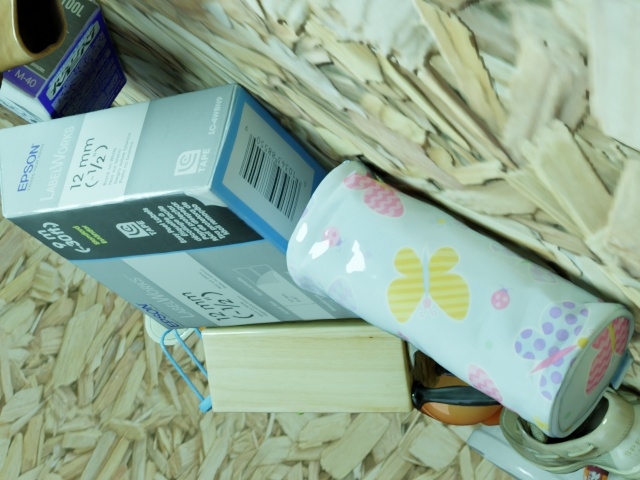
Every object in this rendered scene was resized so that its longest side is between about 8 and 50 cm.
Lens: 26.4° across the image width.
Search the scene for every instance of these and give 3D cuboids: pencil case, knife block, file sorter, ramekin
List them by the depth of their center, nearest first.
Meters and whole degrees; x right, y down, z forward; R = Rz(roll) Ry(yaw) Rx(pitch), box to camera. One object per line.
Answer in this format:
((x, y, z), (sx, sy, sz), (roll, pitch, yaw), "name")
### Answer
((0.104, 0.043, 1.056), (0.273, 0.114, 0.124), (30, -176, 28), "pencil case")
((0.052, 0.115, 1.311), (0.275, 0.088, 0.242), (-12, -169, -22), "knife block")
((-0.086, 0.091, 1.505), (0.104, 0.118, 0.170), (52, 141, 7), "file sorter")
((0.341, 0.293, 1.828), (0.272, 0.127, 0.273), (32, 175, 3), "ramekin")

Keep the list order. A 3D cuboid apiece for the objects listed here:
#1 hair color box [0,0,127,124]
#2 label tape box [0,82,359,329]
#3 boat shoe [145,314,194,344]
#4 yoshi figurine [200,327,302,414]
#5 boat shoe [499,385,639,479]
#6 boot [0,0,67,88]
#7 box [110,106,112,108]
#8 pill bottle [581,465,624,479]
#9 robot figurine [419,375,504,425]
((-0.298, -0.194, 1.304), (0.185, 0.110, 0.339), (33, 173, -1), "hair color box")
((-0.156, -0.013, 1.270), (0.347, 0.115, 0.249), (-8, 148, 32), "label tape box")
((-0.150, 0.022, 1.691), (0.084, 0.233, 0.079), (19, 171, 2), "boat shoe")
((-0.012, 0.077, 1.662), (0.203, 0.204, 0.362), (43, 159, -20), "yoshi figurine")
((0.259, 0.187, 1.439), (0.098, 0.109, 0.302), (29, 171, -16), "boat shoe")
((-0.292, -0.222, 0.984), (0.280, 0.096, 0.264), (-15, 95, 65), "boot")
((-0.366, -0.187, 1.887), (0.147, 0.078, 0.180), (33, 175, 5), "box")
((0.382, 0.288, 1.578), (0.121, 0.121, 0.221), (33, 175, 3), "pill bottle")
((0.168, 0.166, 1.701), (0.219, 0.128, 0.158), (163, 93, -83), "robot figurine")
